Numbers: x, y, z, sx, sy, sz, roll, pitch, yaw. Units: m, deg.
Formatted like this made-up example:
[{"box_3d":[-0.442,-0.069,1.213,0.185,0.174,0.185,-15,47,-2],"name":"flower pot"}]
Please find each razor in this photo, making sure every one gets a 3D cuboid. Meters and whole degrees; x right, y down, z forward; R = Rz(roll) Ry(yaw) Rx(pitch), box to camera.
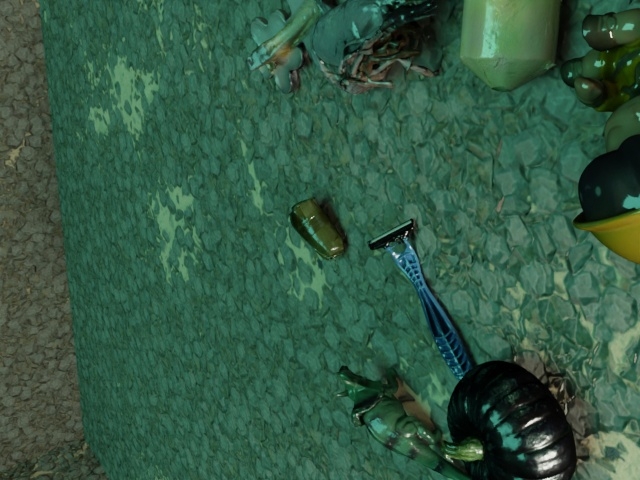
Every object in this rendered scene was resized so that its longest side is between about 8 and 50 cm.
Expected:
[{"box_3d":[0.166,0.094,1.093,0.081,0.042,0.253,-30,76,13],"name":"razor"}]

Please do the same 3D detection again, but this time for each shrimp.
[{"box_3d":[0.084,-0.274,0.977,0.343,0.116,0.145,0,114,65],"name":"shrimp"}]

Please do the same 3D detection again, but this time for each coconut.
[{"box_3d":[0.216,-0.234,0.824,0.116,0.116,0.122,21,114,49],"name":"coconut"}]

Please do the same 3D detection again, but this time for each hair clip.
[{"box_3d":[-0.051,-0.347,1.199,0.257,0.075,0.146,-30,81,48],"name":"hair clip"}]

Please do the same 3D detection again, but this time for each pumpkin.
[{"box_3d":[0.252,0.257,0.951,0.194,0.150,0.194,21,132,26],"name":"pumpkin"}]

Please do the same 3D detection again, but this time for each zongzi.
[{"box_3d":[0.000,0.000,1.296,0.154,0.062,0.130,54,165,2],"name":"zongzi"}]

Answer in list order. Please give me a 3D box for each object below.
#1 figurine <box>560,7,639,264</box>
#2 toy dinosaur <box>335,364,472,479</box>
[{"box_3d":[0.330,-0.099,0.681,0.192,0.167,0.257,140,132,-67],"name":"figurine"},{"box_3d":[0.142,0.307,1.186,0.292,0.120,0.079,34,121,12],"name":"toy dinosaur"}]
